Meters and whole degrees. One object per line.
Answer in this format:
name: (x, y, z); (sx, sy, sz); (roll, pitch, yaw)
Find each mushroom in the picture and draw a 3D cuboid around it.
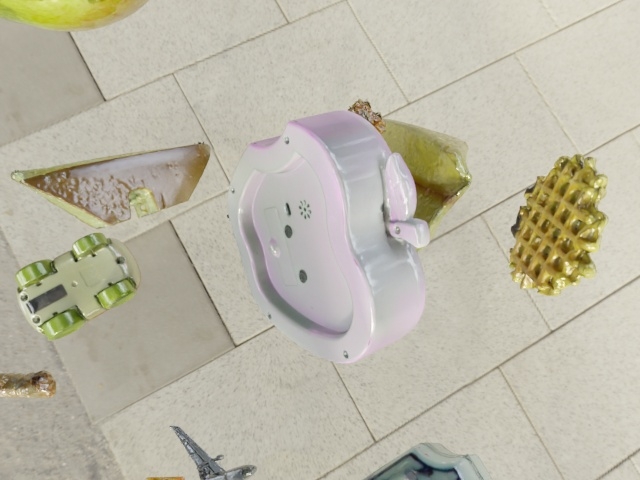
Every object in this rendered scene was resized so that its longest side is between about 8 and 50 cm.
mushroom: (-0.283, 0.108, 0.383); (0.130, 0.073, 0.088); (2, 55, -12)

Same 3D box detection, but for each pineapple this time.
pineapple: (0.057, -0.208, 0.941); (0.079, 0.233, 0.135); (48, 58, -7)

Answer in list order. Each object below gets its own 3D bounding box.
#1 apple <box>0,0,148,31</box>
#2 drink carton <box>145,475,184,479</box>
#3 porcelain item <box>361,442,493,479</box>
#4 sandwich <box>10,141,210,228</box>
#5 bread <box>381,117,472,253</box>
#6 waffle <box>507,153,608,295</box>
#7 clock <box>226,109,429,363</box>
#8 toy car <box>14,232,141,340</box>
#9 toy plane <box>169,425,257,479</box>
apple: (-0.240, -0.304, 0.398); (0.246, 0.246, 0.226); (9, 51, -4)
drink carton: (-0.373, 0.647, 1.083); (0.096, 0.223, 0.071); (0, 112, -3)
porcelain item: (0.161, 0.475, 0.715); (0.286, 0.157, 0.281); (-39, 57, 16)
sandwich: (-0.239, -0.066, 0.606); (0.244, 0.090, 0.088); (-21, 106, -41)
bread: (0.153, -0.118, 0.942); (0.245, 0.362, 0.233); (22, 103, 11)
waffle: (0.516, -0.032, 1.068); (0.060, 0.307, 0.312); (12, 82, -9)
clock: (0.000, 0.000, 0.673); (0.102, 0.338, 0.338); (-20, 81, -36)
toy car: (-0.479, 0.096, 1.003); (0.235, 0.235, 0.145); (-30, 86, -10)
toy plane: (-0.196, 0.420, 0.817); (0.226, 0.058, 0.226); (-2, 63, -38)
